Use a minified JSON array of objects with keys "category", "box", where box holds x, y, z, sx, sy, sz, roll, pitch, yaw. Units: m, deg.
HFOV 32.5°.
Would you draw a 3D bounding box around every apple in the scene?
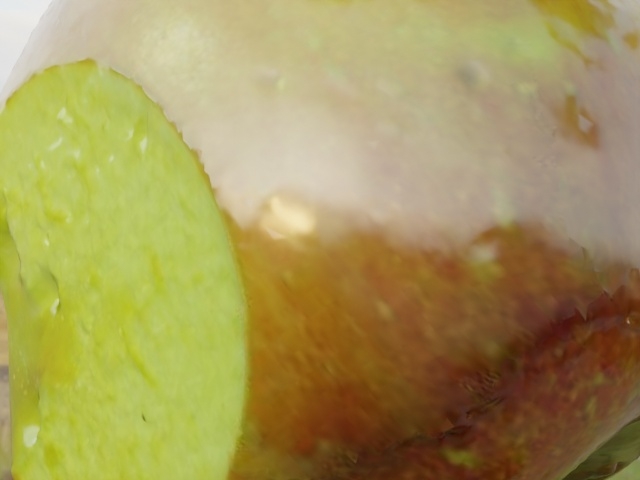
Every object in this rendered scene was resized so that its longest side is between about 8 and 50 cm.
[{"category":"apple","box":[0.000,0.000,0.542,0.384,0.374,0.374,-38,-14,9]}]
